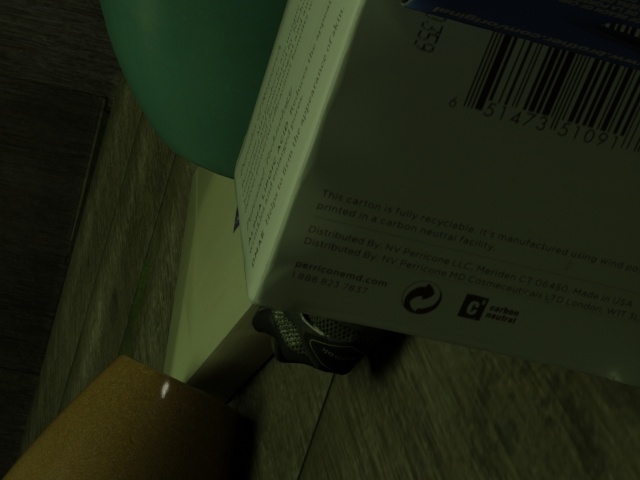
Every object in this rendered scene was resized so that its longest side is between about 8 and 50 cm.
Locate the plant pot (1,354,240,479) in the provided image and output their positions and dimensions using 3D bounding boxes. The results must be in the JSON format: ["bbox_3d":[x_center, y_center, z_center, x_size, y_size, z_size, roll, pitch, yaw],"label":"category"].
[{"bbox_3d":[-0.177,0.237,1.306,0.254,0.237,0.237,-64,12,-10],"label":"plant pot"}]

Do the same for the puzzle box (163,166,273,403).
[{"bbox_3d":[-0.061,-0.014,1.364,0.409,0.052,0.272,132,148,-62],"label":"puzzle box"}]

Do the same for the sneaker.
[{"bbox_3d":[0.000,0.000,1.049,0.130,0.087,0.227,-56,30,39],"label":"sneaker"}]

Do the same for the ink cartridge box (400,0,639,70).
[{"bbox_3d":[0.156,-0.118,0.360,0.311,0.186,0.065,136,142,-65],"label":"ink cartridge box"}]

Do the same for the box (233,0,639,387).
[{"bbox_3d":[0.075,-0.057,0.623,0.119,0.181,0.182,-101,28,-59],"label":"box"}]

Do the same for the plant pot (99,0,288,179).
[{"bbox_3d":[0.013,-0.159,0.781,0.293,0.293,0.235,-111,27,-66],"label":"plant pot"}]
